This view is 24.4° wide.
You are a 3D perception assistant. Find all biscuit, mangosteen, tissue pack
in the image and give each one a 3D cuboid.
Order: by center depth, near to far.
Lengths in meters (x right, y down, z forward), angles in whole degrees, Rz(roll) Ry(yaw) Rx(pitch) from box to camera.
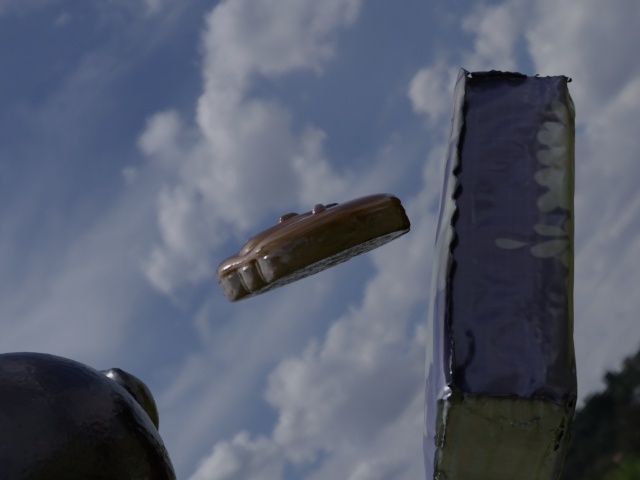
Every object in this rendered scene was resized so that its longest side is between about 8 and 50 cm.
[{"bbox_3d":[-0.194,0.187,1.055,0.228,0.228,0.265,-55,-21,19],"label":"mangosteen"},{"bbox_3d":[-0.002,-0.004,1.182,0.170,0.050,0.170,-22,-3,-1],"label":"biscuit"},{"bbox_3d":[0.159,0.045,1.316,0.242,0.125,0.344,86,-172,-57],"label":"tissue pack"}]
